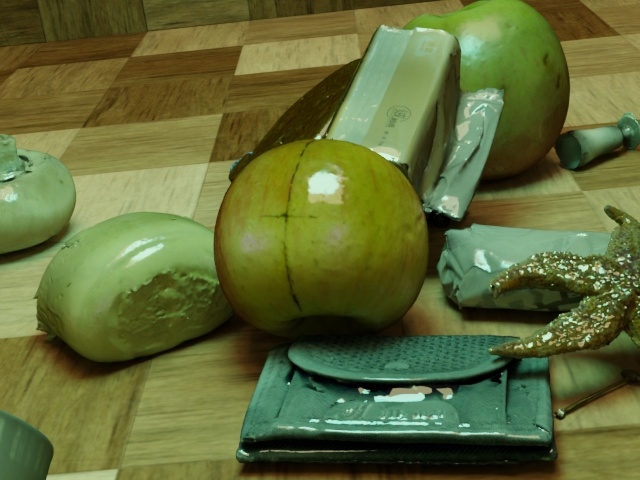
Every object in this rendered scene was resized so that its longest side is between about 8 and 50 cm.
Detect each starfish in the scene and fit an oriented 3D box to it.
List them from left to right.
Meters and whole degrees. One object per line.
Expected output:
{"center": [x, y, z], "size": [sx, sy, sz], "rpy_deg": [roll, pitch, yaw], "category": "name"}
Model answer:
{"center": [0.356, 0.077, 1.169], "size": [0.302, 0.060, 0.299], "rpy_deg": [30, 52, 24], "category": "starfish"}

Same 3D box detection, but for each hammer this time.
{"center": [0.313, 0.173, 1.155], "size": [0.123, 0.014, 0.029], "rpy_deg": [-20, 19, -25], "category": "hammer"}

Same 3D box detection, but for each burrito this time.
{"center": [0.364, 0.042, 1.327], "size": [0.445, 0.101, 0.139], "rpy_deg": [3, 26, 20], "category": "burrito"}

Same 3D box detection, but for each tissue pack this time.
{"center": [0.141, -0.140, 1.515], "size": [0.238, 0.239, 0.306], "rpy_deg": [4, 47, 23], "category": "tissue pack"}

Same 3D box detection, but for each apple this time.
{"center": [0.000, 0.000, 1.292], "size": [0.286, 0.233, 0.286], "rpy_deg": [3, -21, 1], "category": "apple"}
{"center": [0.266, -0.271, 1.801], "size": [0.338, 0.305, 0.338], "rpy_deg": [-6, 25, 3], "category": "apple"}

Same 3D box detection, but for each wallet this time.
{"center": [0.090, 0.167, 1.160], "size": [0.342, 0.075, 0.237], "rpy_deg": [-2, 21, 11], "category": "wallet"}

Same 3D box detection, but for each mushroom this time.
{"center": [-0.542, -0.086, 1.731], "size": [0.246, 0.202, 0.246], "rpy_deg": [1, 32, 0], "category": "mushroom"}

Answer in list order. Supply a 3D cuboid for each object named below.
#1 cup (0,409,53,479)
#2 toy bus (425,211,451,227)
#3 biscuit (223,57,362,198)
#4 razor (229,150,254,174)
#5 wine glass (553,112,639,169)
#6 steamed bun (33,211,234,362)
{"center": [-0.309, 0.273, 0.859], "size": [0.258, 0.186, 0.234], "rpy_deg": [13, 60, -11], "category": "cup"}
{"center": [0.142, -0.079, 1.668], "size": [0.194, 0.088, 0.083], "rpy_deg": [3, 27, 19], "category": "toy bus"}
{"center": [-0.035, -0.164, 1.779], "size": [0.350, 0.070, 0.394], "rpy_deg": [-26, 24, 47], "category": "biscuit"}
{"center": [-0.111, -0.179, 2.016], "size": [0.082, 0.042, 0.253], "rpy_deg": [-42, 3, 35], "category": "razor"}
{"center": [0.499, -0.178, 1.825], "size": [0.155, 0.072, 0.072], "rpy_deg": [-18, 26, -25], "category": "wine glass"}
{"center": [-0.259, 0.045, 1.402], "size": [0.272, 0.166, 0.232], "rpy_deg": [-18, 28, -23], "category": "steamed bun"}
